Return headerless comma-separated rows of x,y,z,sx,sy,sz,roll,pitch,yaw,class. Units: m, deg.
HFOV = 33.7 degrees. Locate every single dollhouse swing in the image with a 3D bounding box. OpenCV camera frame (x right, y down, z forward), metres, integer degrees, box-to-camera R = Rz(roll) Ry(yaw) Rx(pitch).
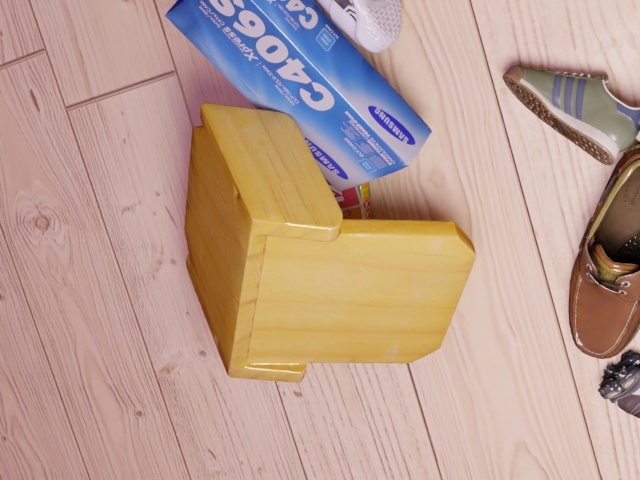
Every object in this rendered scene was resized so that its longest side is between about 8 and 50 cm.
0.000,0.000,1.504,0.347,0.305,0.315,101,150,-48,dollhouse swing

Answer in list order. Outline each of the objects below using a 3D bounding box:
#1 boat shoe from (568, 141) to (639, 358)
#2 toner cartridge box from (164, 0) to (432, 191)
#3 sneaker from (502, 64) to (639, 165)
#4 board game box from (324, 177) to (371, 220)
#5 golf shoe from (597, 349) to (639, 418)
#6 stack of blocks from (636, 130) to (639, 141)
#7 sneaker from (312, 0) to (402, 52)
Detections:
0.370,0.021,1.338,0.111,0.104,0.307,18,115,24,boat shoe
-0.028,-0.221,1.400,0.348,0.075,0.165,44,150,-19,toner cartridge box
0.325,-0.178,1.329,0.086,0.064,0.192,-43,58,-3,sneaker
-0.043,-0.035,1.608,0.259,0.039,0.124,6,109,32,board game box
0.454,0.168,1.359,0.094,0.077,0.198,43,138,-2,golf shoe
0.524,-0.110,1.172,0.297,0.087,0.171,36,149,15,stack of blocks
-0.051,-0.365,1.444,0.210,0.137,0.366,-41,79,35,sneaker
